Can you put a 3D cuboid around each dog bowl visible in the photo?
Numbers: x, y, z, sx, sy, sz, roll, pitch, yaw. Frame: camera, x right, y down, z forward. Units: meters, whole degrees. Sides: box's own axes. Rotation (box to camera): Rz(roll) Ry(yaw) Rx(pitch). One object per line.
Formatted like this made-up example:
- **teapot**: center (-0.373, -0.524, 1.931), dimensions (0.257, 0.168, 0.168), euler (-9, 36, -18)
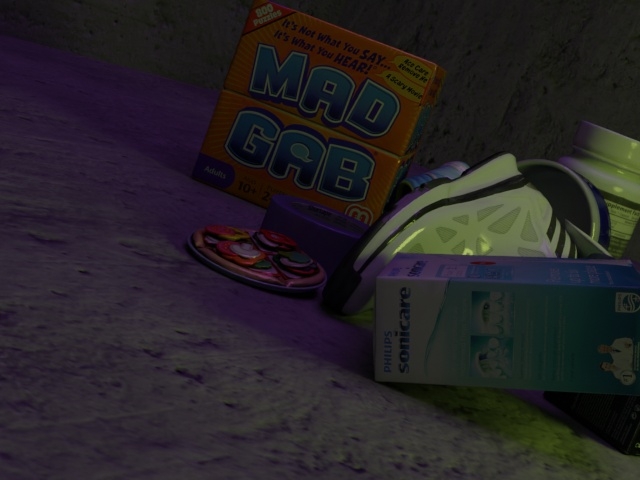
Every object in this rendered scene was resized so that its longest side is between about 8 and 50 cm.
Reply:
- **dog bowl**: center (0.432, -0.024, 2.124), dimensions (0.265, 0.265, 0.104), euler (28, 10, 33)

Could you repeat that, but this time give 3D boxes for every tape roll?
- **tape roll**: center (0.000, 0.000, 1.657), dimensions (0.189, 0.080, 0.189), euler (20, 11, -4)

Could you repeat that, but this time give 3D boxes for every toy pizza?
- **toy pizza**: center (-0.084, 0.016, 1.480), dimensions (0.201, 0.032, 0.201), euler (17, 16, -5)

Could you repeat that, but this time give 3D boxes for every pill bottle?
- **pill bottle**: center (0.556, -0.053, 2.252), dimensions (0.204, 0.361, 0.204), euler (20, 10, -4)

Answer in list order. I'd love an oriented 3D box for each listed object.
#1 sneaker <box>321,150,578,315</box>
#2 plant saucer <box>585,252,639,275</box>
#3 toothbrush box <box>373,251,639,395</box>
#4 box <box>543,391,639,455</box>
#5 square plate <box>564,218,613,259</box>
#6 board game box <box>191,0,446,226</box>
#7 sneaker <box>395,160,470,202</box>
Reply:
- **sneaker**: center (0.221, 0.045, 1.513), dimensions (0.447, 0.169, 0.257), euler (-28, 70, -41)
- **plant saucer**: center (0.474, 0.152, 1.520), dimensions (0.317, 0.043, 0.317), euler (49, -7, 8)
- **toothbrush box**: center (0.220, 0.090, 1.260), dimensions (0.295, 0.126, 0.216), euler (1, 7, 12)
- **box**: center (0.403, 0.204, 1.382), dimensions (0.156, 0.093, 0.158), euler (14, 11, -35)
- **square plate**: center (0.544, 0.130, 1.693), dimensions (0.344, 0.049, 0.347), euler (47, 11, 34)
- **board game box**: center (0.011, -0.233, 2.109), dimensions (0.356, 0.356, 0.356), euler (22, 10, 6)
- **sneaker**: center (0.252, -0.003, 2.040), dimensions (0.208, 0.127, 0.319), euler (-13, 56, -33)
